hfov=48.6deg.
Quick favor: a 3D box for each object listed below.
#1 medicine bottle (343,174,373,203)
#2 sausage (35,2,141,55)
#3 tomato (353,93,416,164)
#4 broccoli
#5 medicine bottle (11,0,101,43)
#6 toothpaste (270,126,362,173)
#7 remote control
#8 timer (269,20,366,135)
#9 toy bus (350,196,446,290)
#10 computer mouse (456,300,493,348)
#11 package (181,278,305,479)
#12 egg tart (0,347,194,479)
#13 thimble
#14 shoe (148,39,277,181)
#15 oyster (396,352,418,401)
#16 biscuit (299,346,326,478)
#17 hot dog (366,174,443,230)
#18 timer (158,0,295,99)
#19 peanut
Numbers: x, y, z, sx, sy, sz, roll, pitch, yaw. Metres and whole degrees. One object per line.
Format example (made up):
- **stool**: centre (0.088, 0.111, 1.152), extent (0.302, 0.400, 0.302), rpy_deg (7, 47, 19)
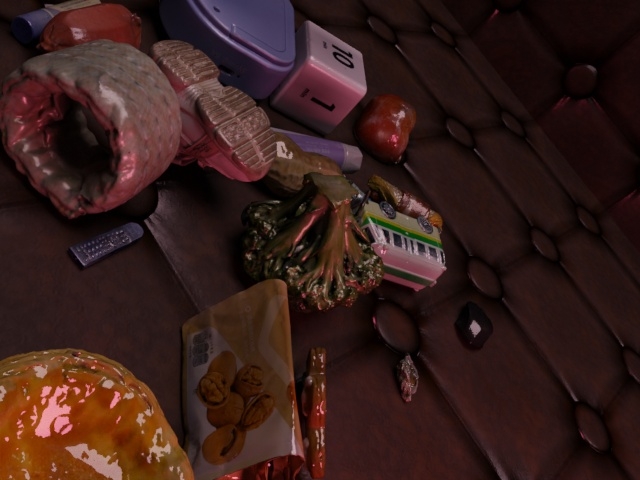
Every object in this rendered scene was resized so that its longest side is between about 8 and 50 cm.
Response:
- **medicine bottle**: centre (0.104, -0.098, 1.840), extent (0.191, 0.051, 0.051), rpy_deg (43, 36, -4)
- **sausage**: centre (-0.480, -0.416, 1.487), extent (0.148, 0.148, 0.254), rpy_deg (50, 32, 5)
- **tomato**: centre (0.208, -0.348, 2.101), extent (0.180, 0.155, 0.214), rpy_deg (29, 41, -16)
- **broccoli**: centre (0.000, 0.000, 1.455), extent (0.303, 0.284, 0.321), rpy_deg (-23, 55, -42)
- **medicine bottle**: centre (-0.561, -0.477, 1.523), extent (0.059, 0.059, 0.231), rpy_deg (44, 36, -4)
- **toothpaste**: centre (-0.061, -0.232, 1.786), extent (0.371, 0.080, 0.125), rpy_deg (6, 56, -35)
- **remote control**: centre (-0.381, 0.007, 1.276), extent (0.044, 0.027, 0.152), rpy_deg (56, 38, 2)
- **timer**: centre (-0.010, -0.439, 1.925), extent (0.194, 0.194, 0.193), rpy_deg (23, 42, -27)
- **toy bus**: centre (0.174, 0.015, 1.732), extent (0.276, 0.133, 0.165), rpy_deg (18, 45, -34)
- **computer mouse**: centre (0.409, 0.212, 1.847), extent (0.099, 0.057, 0.172), rpy_deg (41, 33, -5)
- **package**: centre (-0.105, 0.258, 1.203), extent (0.165, 0.221, 0.311), rpy_deg (39, 32, -47)
- **egg tart**: centre (-0.339, 0.325, 0.902), extent (0.387, 0.169, 0.388), rpy_deg (30, 40, -28)
- **thimble**: centre (-0.399, -0.196, 1.251), extent (0.291, 0.291, 0.195), rpy_deg (45, 35, -2)
- **shoe**: centre (-0.249, -0.240, 1.493), extent (0.351, 0.198, 0.171), rpy_deg (51, 38, 11)
- **oyster**: centre (0.193, 0.302, 1.577), extent (0.100, 0.037, 0.098), rpy_deg (1, 72, -69)
- **biscuit**: centre (-0.012, 0.287, 1.240), extent (0.049, 0.197, 0.301), rpy_deg (3, 7, 0)
- **hot dog**: centre (0.220, -0.076, 1.888), extent (0.261, 0.123, 0.093), rpy_deg (28, 75, -13)
- **timer**: centre (-0.250, -0.561, 1.817), extent (0.394, 0.173, 0.395), rpy_deg (26, 42, -26)
- **peanut**: centre (-0.044, -0.156, 1.690), extent (0.298, 0.136, 0.120), rpy_deg (23, 3, -34)
